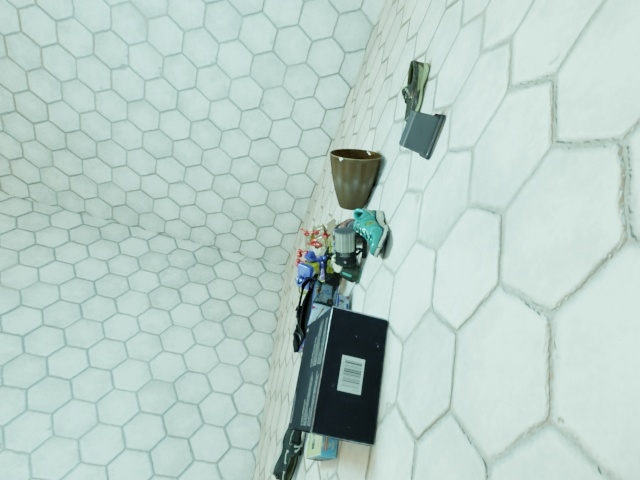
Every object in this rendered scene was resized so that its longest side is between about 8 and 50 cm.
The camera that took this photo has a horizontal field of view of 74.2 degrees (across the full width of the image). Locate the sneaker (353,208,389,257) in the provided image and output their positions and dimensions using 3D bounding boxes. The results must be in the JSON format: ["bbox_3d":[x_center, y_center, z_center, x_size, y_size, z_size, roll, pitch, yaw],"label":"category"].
[{"bbox_3d":[0.167,-0.031,1.481,0.275,0.109,0.107,-95,22,-62],"label":"sneaker"}]

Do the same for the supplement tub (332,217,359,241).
[{"bbox_3d":[0.119,-0.035,1.775,0.198,0.106,0.106,148,137,-77],"label":"supplement tub"}]

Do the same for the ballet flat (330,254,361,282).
[{"bbox_3d":[0.095,0.095,1.738,0.280,0.096,0.095,-126,51,-78],"label":"ballet flat"}]

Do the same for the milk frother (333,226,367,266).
[{"bbox_3d":[0.110,0.013,1.645,0.143,0.129,0.135,-122,28,-68],"label":"milk frother"}]

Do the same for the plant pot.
[{"bbox_3d":[0.141,-0.253,1.794,0.215,0.215,0.231,-97,9,-66],"label":"plant pot"}]

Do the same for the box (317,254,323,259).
[{"bbox_3d":[0.016,0.088,2.098,0.021,0.164,0.201,61,163,5],"label":"box"}]

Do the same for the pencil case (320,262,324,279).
[{"bbox_3d":[0.009,0.149,2.066,0.088,0.086,0.206,-48,-6,4],"label":"pencil case"}]

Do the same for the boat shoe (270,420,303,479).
[{"bbox_3d":[-0.118,0.877,1.781,0.114,0.091,0.303,-3,-67,-53],"label":"boat shoe"}]

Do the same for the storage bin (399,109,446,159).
[{"bbox_3d":[0.295,-0.322,1.257,0.098,0.091,0.135,-100,28,-69],"label":"storage bin"}]

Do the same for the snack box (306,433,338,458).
[{"bbox_3d":[0.021,0.593,1.493,0.187,0.060,0.322,119,163,-57],"label":"snack box"}]

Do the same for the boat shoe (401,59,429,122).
[{"bbox_3d":[0.318,-0.520,1.481,0.080,0.073,0.224,173,112,-80],"label":"boat shoe"}]

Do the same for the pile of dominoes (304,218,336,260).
[{"bbox_3d":[0.012,0.005,2.252,0.195,0.040,0.251,-23,40,16],"label":"pile of dominoes"}]

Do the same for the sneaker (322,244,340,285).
[{"bbox_3d":[0.052,0.114,1.929,0.097,0.084,0.235,-67,-16,-68],"label":"sneaker"}]

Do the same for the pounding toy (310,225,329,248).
[{"bbox_3d":[0.000,0.000,2.393,0.100,0.130,0.141,34,-109,-88],"label":"pounding toy"}]

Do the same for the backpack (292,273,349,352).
[{"bbox_3d":[-0.007,0.318,1.651,0.277,0.213,0.263,107,-179,-49],"label":"backpack"}]

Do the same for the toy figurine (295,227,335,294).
[{"bbox_3d":[-0.066,0.148,1.807,0.217,0.191,0.363,-37,-41,-56],"label":"toy figurine"}]

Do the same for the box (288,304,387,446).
[{"bbox_3d":[0.047,0.410,1.279,0.312,0.178,0.344,128,156,-64],"label":"box"}]
